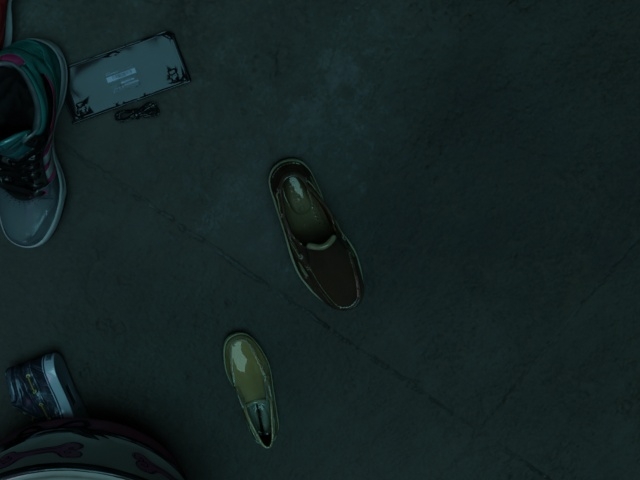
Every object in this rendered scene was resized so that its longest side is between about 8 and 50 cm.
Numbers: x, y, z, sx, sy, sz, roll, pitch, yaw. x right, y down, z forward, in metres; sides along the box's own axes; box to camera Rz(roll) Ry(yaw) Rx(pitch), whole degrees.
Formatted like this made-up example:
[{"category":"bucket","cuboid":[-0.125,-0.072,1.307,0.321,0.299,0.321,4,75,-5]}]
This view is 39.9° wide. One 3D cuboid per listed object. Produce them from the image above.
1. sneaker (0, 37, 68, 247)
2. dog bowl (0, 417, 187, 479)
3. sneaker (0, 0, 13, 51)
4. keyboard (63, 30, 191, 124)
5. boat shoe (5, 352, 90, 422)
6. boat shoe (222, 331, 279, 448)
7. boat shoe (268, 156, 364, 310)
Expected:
[{"category":"sneaker","cuboid":[-0.408,-0.118,1.169,0.124,0.178,0.295,7,104,4]},{"category":"dog bowl","cuboid":[-0.364,0.438,1.308,0.408,0.150,0.408,-4,120,-7]},{"category":"sneaker","cuboid":[-0.437,-0.303,1.113,0.087,0.128,0.221,8,131,-2]},{"category":"keyboard","cuboid":[-0.277,-0.219,1.255,0.180,0.023,0.108,-20,100,-2]},{"category":"boat shoe","cuboid":[-0.411,0.262,1.344,0.083,0.065,0.183,-15,104,5]},{"category":"boat shoe","cuboid":[-0.102,0.235,1.372,0.068,0.072,0.190,-20,106,-3]},{"category":"boat shoe","cuboid":[-0.007,0.004,1.313,0.095,0.095,0.257,-29,107,0]}]
